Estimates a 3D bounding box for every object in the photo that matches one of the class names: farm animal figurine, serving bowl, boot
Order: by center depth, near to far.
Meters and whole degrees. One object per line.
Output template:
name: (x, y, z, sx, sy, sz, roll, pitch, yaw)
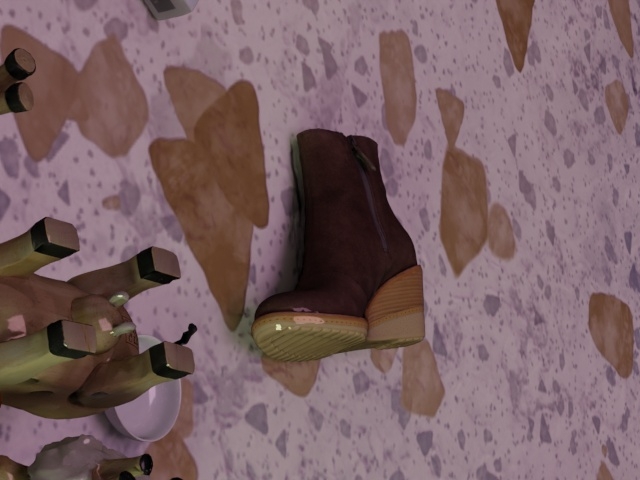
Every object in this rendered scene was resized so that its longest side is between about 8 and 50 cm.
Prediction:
farm animal figurine: (-0.226, 0.029, 1.005, 0.327, 0.172, 0.330, 37, 41, -41)
serving bowl: (-0.144, 0.115, 1.234, 0.083, 0.027, 0.083, 19, 68, -55)
boot: (0.000, 0.000, 1.456, 0.248, 0.090, 0.207, 3, 69, -55)

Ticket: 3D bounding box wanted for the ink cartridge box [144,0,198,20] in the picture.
ink cartridge box: (-0.126, -0.295, 1.343, 0.145, 0.045, 0.179, 57, 43, -34)
